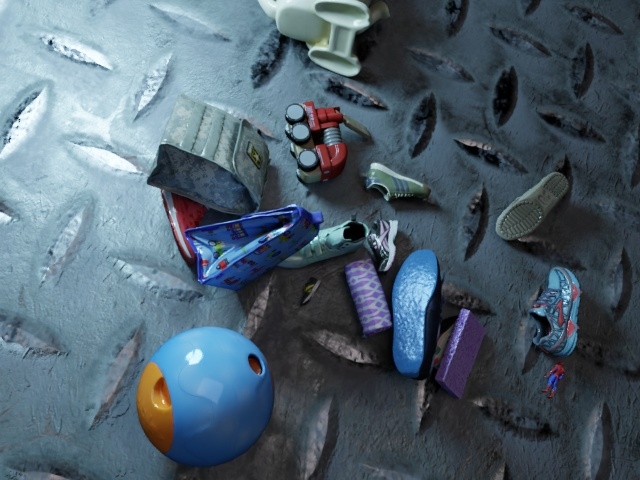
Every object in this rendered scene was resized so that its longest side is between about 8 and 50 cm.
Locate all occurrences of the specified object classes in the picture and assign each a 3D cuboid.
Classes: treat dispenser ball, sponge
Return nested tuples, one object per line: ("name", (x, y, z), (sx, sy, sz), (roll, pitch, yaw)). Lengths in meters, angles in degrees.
("treat dispenser ball", (-0.241, 0.329, 1.142), (0.289, 0.288, 0.287), (4, 71, -12))
("sponge", (0.371, 0.297, 1.408), (0.117, 0.031, 0.210), (47, 62, -37))

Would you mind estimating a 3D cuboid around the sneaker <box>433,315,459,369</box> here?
("sneaker", (0.338, 0.275, 1.437), (0.161, 0.057, 0.075), (-45, 106, -25))

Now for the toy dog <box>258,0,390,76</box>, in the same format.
("toy dog", (0.043, -0.761, 1.619), (0.396, 0.284, 0.407), (16, 66, 11))

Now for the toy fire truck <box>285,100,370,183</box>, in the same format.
("toy fire truck", (0.036, -0.282, 1.509), (0.247, 0.158, 0.216), (-13, 75, -7))

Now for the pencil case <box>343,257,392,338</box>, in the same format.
("pencil case", (0.124, 0.149, 1.401), (0.087, 0.088, 0.205), (-11, 76, -13))

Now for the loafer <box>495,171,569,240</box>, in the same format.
("loafer", (0.633, -0.094, 1.610), (0.269, 0.092, 0.102), (-39, 83, -6))

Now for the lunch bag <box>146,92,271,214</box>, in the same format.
("lunch bag", (-0.262, -0.211, 1.360), (0.287, 0.169, 0.235), (21, 43, -18))

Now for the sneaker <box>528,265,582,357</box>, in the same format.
("sneaker", (0.657, 0.190, 1.510), (0.125, 0.104, 0.261), (12, 69, -8))

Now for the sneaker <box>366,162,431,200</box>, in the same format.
("sneaker", (0.217, -0.146, 1.541), (0.192, 0.064, 0.086), (25, 75, -4))

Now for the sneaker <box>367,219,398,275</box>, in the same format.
("sneaker", (0.163, 0.017, 1.469), (0.077, 0.072, 0.178), (13, 52, -1))

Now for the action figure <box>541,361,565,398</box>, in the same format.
("action figure", (0.649, 0.383, 1.483), (0.038, 0.030, 0.115), (45, 63, -2))

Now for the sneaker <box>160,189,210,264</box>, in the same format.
("sneaker", (-0.319, -0.056, 1.364), (0.128, 0.087, 0.221), (-18, 78, -17))

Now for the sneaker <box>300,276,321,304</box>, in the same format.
("sneaker", (-0.032, 0.133, 1.403), (0.035, 0.031, 0.083), (30, 63, 12))

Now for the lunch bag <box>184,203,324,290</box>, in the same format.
("lunch bag", (-0.128, 0.002, 1.261), (0.294, 0.221, 0.138), (-22, 77, 7))

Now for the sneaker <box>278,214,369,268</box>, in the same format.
("sneaker", (0.000, -0.001, 1.387), (0.256, 0.151, 0.094), (-12, 77, -16))

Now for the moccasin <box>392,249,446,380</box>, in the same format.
("moccasin", (0.251, 0.193, 1.394), (0.117, 0.138, 0.341), (42, 56, -47))
